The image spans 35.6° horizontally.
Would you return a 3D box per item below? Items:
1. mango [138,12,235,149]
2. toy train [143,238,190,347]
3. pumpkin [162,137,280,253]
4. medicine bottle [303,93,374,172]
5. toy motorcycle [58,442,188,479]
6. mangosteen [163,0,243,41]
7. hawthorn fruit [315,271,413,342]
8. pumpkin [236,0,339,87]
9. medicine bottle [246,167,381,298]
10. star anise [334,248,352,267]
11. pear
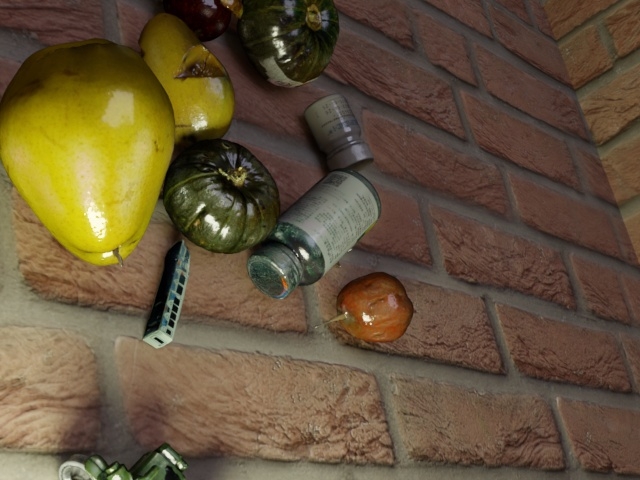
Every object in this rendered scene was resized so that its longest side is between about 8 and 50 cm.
[{"bbox_3d":[-0.257,-0.294,1.844,0.262,0.167,0.130,58,20,6],"label":"mango"},{"bbox_3d":[-0.250,0.083,1.654,0.047,0.043,0.207,38,39,-30],"label":"toy train"},{"bbox_3d":[-0.173,-0.080,1.777,0.224,0.157,0.223,23,46,-25],"label":"pumpkin"},{"bbox_3d":[0.040,-0.231,2.202,0.105,0.105,0.168,-10,72,-54],"label":"medicine bottle"},{"bbox_3d":[-0.224,0.376,1.393,0.275,0.127,0.205,57,37,-8],"label":"toy motorcycle"},{"bbox_3d":[-0.225,-0.485,2.007,0.156,0.181,0.146,50,-10,2],"label":"mangosteen"},{"bbox_3d":[0.100,0.132,1.963,0.189,0.149,0.149,8,58,-53],"label":"hawthorn fruit"},{"bbox_3d":[-0.082,-0.467,2.177,0.260,0.189,0.260,10,78,-57],"label":"pumpkin"},{"bbox_3d":[-0.015,-0.011,1.899,0.141,0.141,0.293,53,51,-8],"label":"medicine bottle"},{"bbox_3d":[0.000,0.002,2.018,0.141,0.042,0.141,13,61,-24],"label":"star anise"},{"bbox_3d":[-0.342,-0.139,1.523,0.336,0.285,0.285,64,32,-19],"label":"pear"}]
